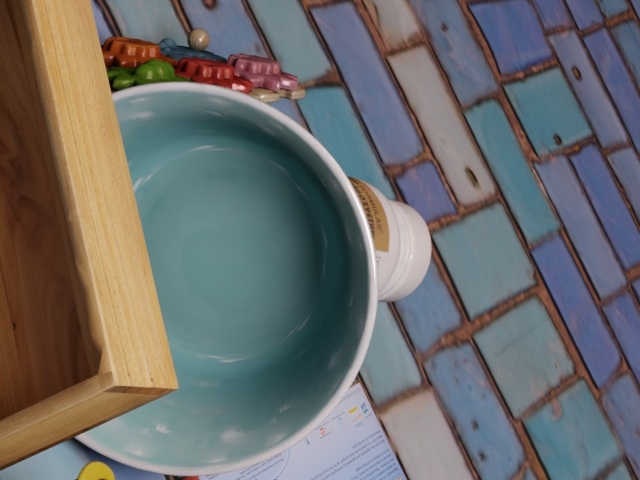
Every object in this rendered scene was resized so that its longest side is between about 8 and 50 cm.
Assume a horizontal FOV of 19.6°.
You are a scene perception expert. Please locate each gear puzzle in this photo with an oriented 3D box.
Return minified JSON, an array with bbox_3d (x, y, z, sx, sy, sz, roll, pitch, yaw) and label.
[{"bbox_3d":[-0.161,-0.151,1.594,0.339,0.175,0.044,-14,117,-59],"label":"gear puzzle"}]

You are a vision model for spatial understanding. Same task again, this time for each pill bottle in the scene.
[{"bbox_3d":[0.000,0.000,1.753,0.229,0.131,0.131,9,61,-51],"label":"pill bottle"}]

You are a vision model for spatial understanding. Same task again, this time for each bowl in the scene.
[{"bbox_3d":[-0.094,0.021,1.503,0.311,0.311,0.163,62,14,-2],"label":"bowl"}]

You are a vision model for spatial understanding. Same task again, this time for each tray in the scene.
[{"bbox_3d":[-0.242,-0.050,1.392,0.076,0.203,0.411,11,59,-51],"label":"tray"}]

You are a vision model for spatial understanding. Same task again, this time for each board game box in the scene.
[{"bbox_3d":[-0.011,0.234,1.674,0.281,0.027,0.145,-23,85,-57],"label":"board game box"}]

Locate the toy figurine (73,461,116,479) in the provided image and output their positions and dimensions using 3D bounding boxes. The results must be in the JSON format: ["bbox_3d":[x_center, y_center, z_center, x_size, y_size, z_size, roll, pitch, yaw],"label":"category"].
[{"bbox_3d":[-0.158,0.291,1.326,0.209,0.148,0.213,46,38,-25],"label":"toy figurine"}]
